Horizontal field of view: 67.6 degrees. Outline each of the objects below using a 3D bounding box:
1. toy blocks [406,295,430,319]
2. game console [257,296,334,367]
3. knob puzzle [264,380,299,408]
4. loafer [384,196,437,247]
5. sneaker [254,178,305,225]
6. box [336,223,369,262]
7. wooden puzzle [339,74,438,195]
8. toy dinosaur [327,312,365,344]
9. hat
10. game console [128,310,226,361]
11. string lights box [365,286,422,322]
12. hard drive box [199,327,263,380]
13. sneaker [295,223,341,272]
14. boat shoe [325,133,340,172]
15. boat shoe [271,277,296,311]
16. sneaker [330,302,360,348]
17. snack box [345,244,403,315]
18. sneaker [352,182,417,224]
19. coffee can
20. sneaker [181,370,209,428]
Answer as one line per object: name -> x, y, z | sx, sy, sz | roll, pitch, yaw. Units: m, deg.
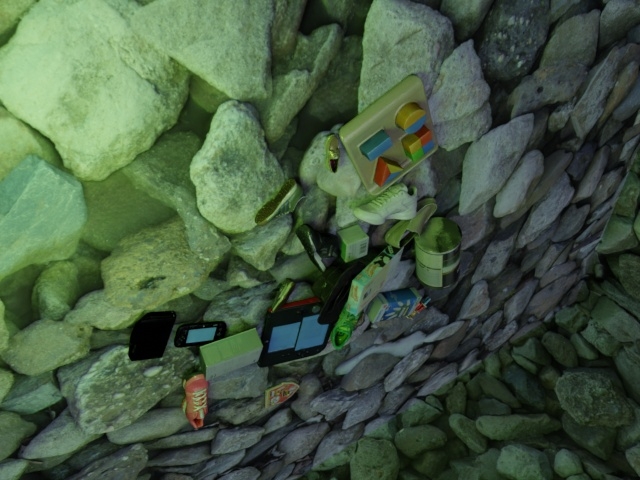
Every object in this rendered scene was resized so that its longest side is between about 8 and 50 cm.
toy blocks -> 0.509, 0.346, 2.502 | 0.148, 0.054, 0.123 | -45, 152, 10
game console -> -0.099, 0.406, 2.118 | 0.341, 0.060, 0.387 | -11, 134, -29
knob puzzle -> -0.192, 0.789, 2.451 | 0.213, 0.030, 0.213 | -20, 138, -20
loafer -> 0.390, -0.064, 1.988 | 0.268, 0.092, 0.102 | -45, 140, 10
sneaker -> -0.125, -0.109, 1.582 | 0.192, 0.064, 0.086 | -47, 135, 7
box -> 0.124, 0.010, 1.867 | 0.101, 0.087, 0.101 | -19, 139, -19
wooden puzzle -> 0.257, -0.334, 1.632 | 0.322, 0.081, 0.348 | -37, 141, 1
toy dinosaur -> 0.107, 0.428, 2.295 | 0.268, 0.064, 0.118 | -31, 147, -2
hat -> 0.045, 0.187, 1.925 | 0.331, 0.133, 0.331 | -48, 158, -26
game console -> -0.513, 0.342, 1.760 | 0.360, 0.044, 0.213 | 1, 128, -38
string lights box -> 0.360, 0.316, 2.354 | 0.259, 0.077, 0.134 | -6, 133, -32
hard drive box -> -0.361, 0.458, 1.916 | 0.231, 0.089, 0.181 | -15, 153, -24
sneaker -> 0.000, 0.000, 1.771 | 0.124, 0.107, 0.283 | -39, 150, -9
boat shoe -> 0.045, -0.280, 1.555 | 0.050, 0.045, 0.136 | -22, 139, -18
boat shoe -> -0.153, 0.216, 1.899 | 0.152, 0.049, 0.056 | -55, 156, 15
sneaker -> 0.124, 0.364, 2.151 | 0.109, 0.124, 0.296 | 14, 111, -4
snack box -> 0.232, 0.156, 2.016 | 0.322, 0.060, 0.187 | -39, 150, -39
sneaker -> 0.247, -0.146, 1.811 | 0.304, 0.114, 0.152 | -12, 122, -34
coffee can -> 0.520, 0.061, 2.121 | 0.201, 0.202, 0.276 | -28, 140, -10
sneaker -> -0.510, 0.673, 2.016 | 0.115, 0.136, 0.314 | -11, 134, -30
